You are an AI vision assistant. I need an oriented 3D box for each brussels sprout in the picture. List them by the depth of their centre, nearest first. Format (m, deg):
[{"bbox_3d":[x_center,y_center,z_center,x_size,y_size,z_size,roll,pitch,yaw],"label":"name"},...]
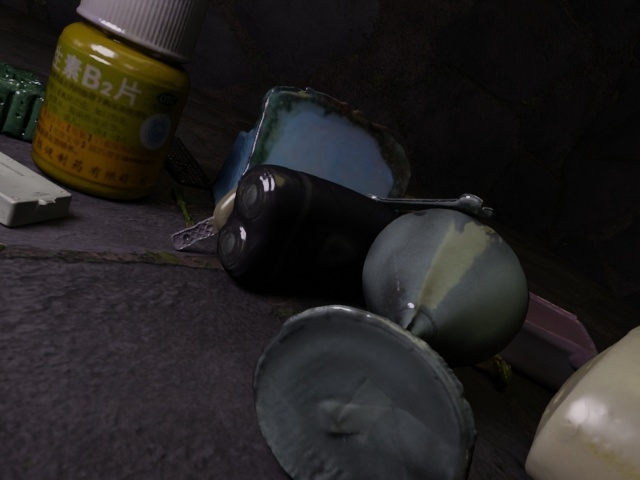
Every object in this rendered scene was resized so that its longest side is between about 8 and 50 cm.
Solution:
[{"bbox_3d":[0.317,0.231,0.847,0.051,0.046,0.083,-29,49,-14],"label":"brussels sprout"}]

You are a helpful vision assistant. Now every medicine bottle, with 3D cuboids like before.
[{"bbox_3d":[-0.353,-0.285,0.832,0.224,0.384,0.224,24,16,-8],"label":"medicine bottle"}]

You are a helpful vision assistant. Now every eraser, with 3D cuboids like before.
[{"bbox_3d":[0.401,0.163,1.037,0.359,0.122,0.272,29,17,11],"label":"eraser"}]

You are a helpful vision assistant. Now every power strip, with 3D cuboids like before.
[{"bbox_3d":[-0.539,-0.125,0.680,0.367,0.043,0.106,29,17,9],"label":"power strip"}]

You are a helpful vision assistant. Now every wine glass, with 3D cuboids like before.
[{"bbox_3d":[0.107,0.118,0.575,0.267,0.267,0.406,31,24,17],"label":"wine glass"}]

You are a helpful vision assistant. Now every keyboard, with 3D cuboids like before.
[{"bbox_3d":[-0.388,-0.236,1.212,0.103,0.041,0.381,9,24,-45],"label":"keyboard"}]

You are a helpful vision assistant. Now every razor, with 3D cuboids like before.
[{"bbox_3d":[-0.001,-0.001,0.812,0.349,0.204,0.113,16,18,-38],"label":"razor"}]

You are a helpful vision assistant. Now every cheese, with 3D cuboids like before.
[{"bbox_3d":[-0.161,-0.035,0.791,0.192,0.097,0.037,-26,25,-20],"label":"cheese"}]

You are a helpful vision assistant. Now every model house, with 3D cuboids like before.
[{"bbox_3d":[-0.043,-0.121,1.062,0.360,0.297,0.339,17,-11,-24],"label":"model house"}]

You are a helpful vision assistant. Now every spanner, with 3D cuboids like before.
[{"bbox_3d":[0.172,-0.060,0.801,0.071,0.017,0.302,30,-9,-28],"label":"spanner"}]

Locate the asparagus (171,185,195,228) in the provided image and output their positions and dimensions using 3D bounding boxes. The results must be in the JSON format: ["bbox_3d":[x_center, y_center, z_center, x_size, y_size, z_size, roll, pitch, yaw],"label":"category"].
[{"bbox_3d":[-0.268,-0.061,0.912,0.233,0.022,0.023,48,-17,54],"label":"asparagus"}]

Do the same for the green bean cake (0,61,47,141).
[{"bbox_3d":[-0.608,-0.284,0.940,0.193,0.107,0.208,12,20,-34],"label":"green bean cake"}]

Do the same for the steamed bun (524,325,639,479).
[{"bbox_3d":[0.510,0.276,0.579,0.456,0.290,0.371,9,23,-43],"label":"steamed bun"}]

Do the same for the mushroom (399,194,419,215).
[{"bbox_3d":[0.176,0.002,1.111,0.207,0.207,0.215,29,50,11],"label":"mushroom"}]
